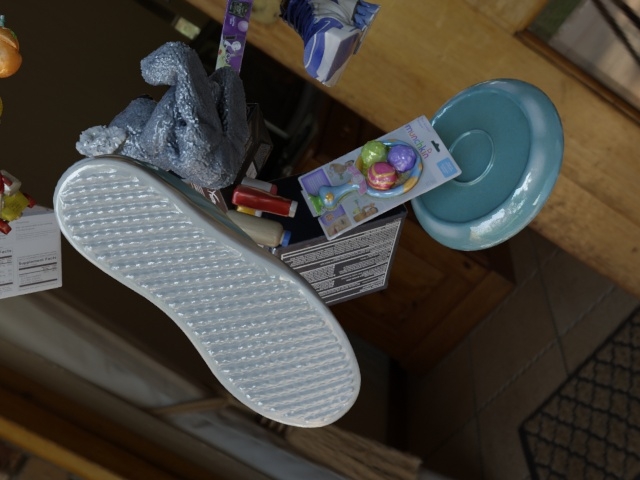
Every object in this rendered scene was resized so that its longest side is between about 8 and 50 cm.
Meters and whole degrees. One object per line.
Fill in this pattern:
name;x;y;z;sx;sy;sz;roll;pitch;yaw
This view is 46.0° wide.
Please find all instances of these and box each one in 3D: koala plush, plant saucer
koala plush;-0.241;-0.157;1.138;0.221;0.203;0.196;-13;-10;22
plant saucer;0.270;-0.141;1.315;0.318;0.044;0.317;-19;62;41

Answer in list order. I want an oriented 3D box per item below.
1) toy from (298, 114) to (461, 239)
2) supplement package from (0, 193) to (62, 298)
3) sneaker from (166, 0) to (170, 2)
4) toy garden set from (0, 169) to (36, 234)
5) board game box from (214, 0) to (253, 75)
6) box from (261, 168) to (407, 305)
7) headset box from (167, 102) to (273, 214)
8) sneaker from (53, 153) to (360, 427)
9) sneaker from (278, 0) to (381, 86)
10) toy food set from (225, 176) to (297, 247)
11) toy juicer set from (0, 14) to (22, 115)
toy;0.087;-0.113;1.211;0.237;0.056;0.136;-28;60;4
supplement package;-0.624;0.014;1.319;0.204;0.262;0.145;15;107;40
sneaker;-0.257;-0.525;1.384;0.109;0.130;0.286;-8;34;22
toy garden set;-0.497;-0.023;1.069;0.203;0.049;0.244;-55;3;-24
board game box;-0.134;-0.416;1.270;0.208;0.056;0.346;-98;19;-48
box;0.000;0.000;1.637;0.294;0.297;0.182;97;153;-53
headset box;-0.266;-0.146;1.384;0.110;0.294;0.218;72;-150;-43
sneaker;-0.099;0.037;0.779;0.135;0.366;0.150;-41;15;7
sneaker;-0.009;-0.417;1.463;0.127;0.182;0.315;-64;-2;34
toy food set;-0.089;-0.024;1.159;0.232;0.105;0.111;-78;3;-70
toy juicer set;-0.561;-0.211;1.092;0.329;0.209;0.089;-48;3;7
